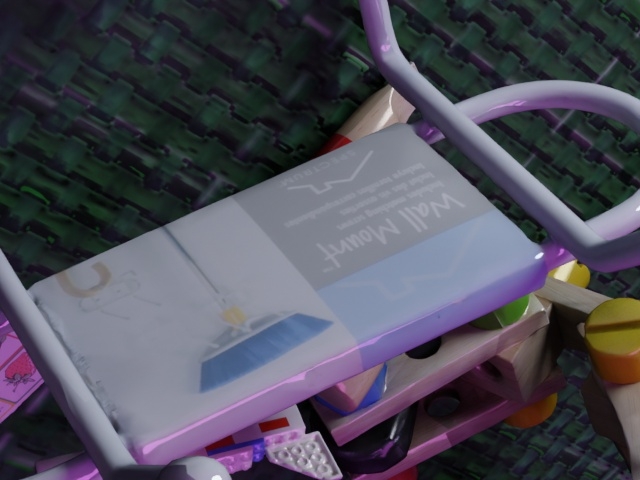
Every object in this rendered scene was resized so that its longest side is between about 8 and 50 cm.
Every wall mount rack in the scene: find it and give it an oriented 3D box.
[{"bbox_3d":[0.000,0.000,0.642,0.350,0.304,0.130,-25,129,-16],"label":"wall mount rack"}]

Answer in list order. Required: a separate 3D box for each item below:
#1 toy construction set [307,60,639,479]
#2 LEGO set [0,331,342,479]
[{"bbox_3d":[0.124,0.038,0.872,0.237,0.257,0.309,-49,116,-16],"label":"toy construction set"},{"bbox_3d":[-0.116,0.114,0.814,0.244,0.060,0.182,-43,139,20],"label":"LEGO set"}]
